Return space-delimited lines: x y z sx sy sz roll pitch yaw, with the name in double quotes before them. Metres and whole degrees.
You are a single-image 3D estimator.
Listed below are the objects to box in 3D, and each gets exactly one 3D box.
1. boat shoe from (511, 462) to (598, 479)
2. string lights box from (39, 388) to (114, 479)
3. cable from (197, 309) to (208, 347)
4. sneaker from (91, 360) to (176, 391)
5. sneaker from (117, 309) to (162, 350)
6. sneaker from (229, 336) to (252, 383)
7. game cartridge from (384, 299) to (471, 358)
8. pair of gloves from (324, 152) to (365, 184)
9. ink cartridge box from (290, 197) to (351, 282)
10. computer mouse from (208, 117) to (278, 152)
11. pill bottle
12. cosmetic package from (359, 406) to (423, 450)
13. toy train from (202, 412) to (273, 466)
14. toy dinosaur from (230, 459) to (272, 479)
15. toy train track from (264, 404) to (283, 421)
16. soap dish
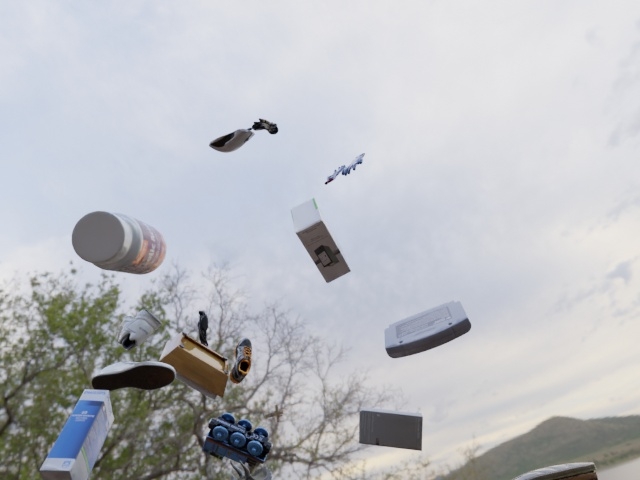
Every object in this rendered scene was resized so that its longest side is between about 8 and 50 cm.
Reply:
"boat shoe" 0.494 0.595 0.992 0.307 0.105 0.111 -17 -28 1
"string lights box" -0.671 0.566 1.219 0.076 0.260 0.134 3 -62 -5
"cable" -0.553 0.419 2.018 0.047 0.185 0.150 -3 -12 -24
"sneaker" -0.667 0.477 1.585 0.289 0.123 0.106 -2 -79 -3
"sneaker" -0.706 0.349 1.611 0.111 0.129 0.297 44 -43 -13
"sneaker" -0.336 0.525 1.920 0.084 0.215 0.083 29 -49 -25
"game cartridge" 0.363 0.307 1.492 0.294 0.060 0.196 -24 7 13
"pair of gloves" 0.095 -0.278 1.716 0.198 0.159 0.023 -27 -73 34
"ink cartridge box" 0.000 0.000 1.704 0.114 0.198 0.273 -27 -58 6
"computer mouse" -0.214 -0.277 1.184 0.192 0.042 0.106 -19 1 18
"pill bottle" -0.775 0.013 1.697 0.223 0.224 0.392 -15 -7 -3
"cosmetic package" 0.271 0.718 1.656 0.237 0.127 0.107 -1 -14 13
"toy train" -0.220 0.536 1.153 0.184 0.080 0.105 22 -71 3
"toy dinosaur" -0.147 0.663 1.096 0.120 0.160 0.314 -2 -34 4
"toy train track" -0.137 0.523 1.304 0.083 0.048 0.014 -29 -31 35
"soap dish" -0.511 0.510 1.795 0.290 0.229 0.118 35 -93 -13
